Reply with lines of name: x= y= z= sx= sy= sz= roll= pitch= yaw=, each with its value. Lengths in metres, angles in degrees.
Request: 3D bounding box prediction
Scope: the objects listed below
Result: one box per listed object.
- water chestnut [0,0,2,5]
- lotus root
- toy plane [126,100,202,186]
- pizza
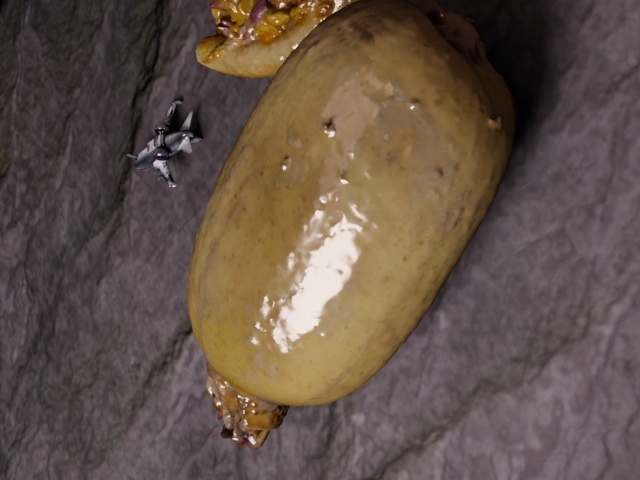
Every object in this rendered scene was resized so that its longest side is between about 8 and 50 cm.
water chestnut: x=-0.431 y=-0.275 z=1.119 sx=0.224 sy=0.238 sz=0.223 roll=-13 pitch=69 yaw=39
lotus root: x=0.000 y=0.000 z=0.754 sx=0.169 sy=0.151 sz=0.342 roll=46 pitch=116 yaw=34
toy plane: x=-0.132 y=-0.077 z=0.964 sx=0.083 sy=0.031 sz=0.078 roll=-21 pitch=60 yaw=39
pizza: x=-0.014 y=-0.198 z=0.836 sx=0.246 sy=0.058 sz=0.127 roll=-25 pitch=72 yaw=38
